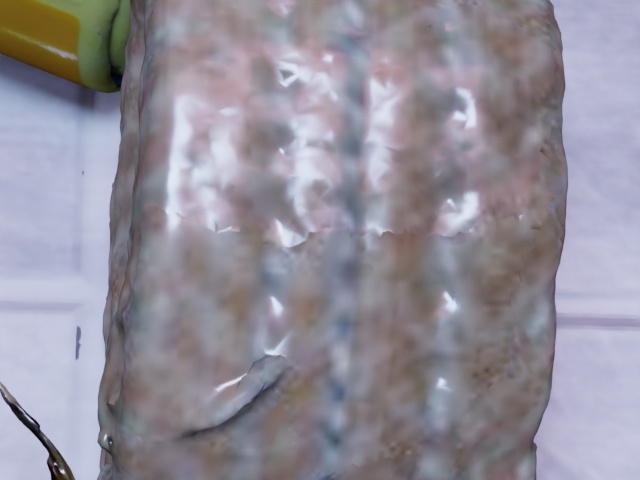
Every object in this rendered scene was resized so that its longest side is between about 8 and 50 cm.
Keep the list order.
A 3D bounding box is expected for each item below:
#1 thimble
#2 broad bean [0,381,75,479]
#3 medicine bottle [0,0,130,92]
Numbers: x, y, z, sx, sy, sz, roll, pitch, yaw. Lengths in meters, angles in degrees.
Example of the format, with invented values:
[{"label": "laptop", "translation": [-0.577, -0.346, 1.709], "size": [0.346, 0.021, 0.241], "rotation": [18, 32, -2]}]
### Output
[{"label": "thimble", "translation": [0.001, -0.007, 0.672], "size": [0.148, 0.196, 0.229], "rotation": [3, 52, -7]}, {"label": "broad bean", "translation": [-0.182, 0.175, 0.594], "size": [0.098, 0.056, 0.318], "rotation": [43, 58, 4]}, {"label": "medicine bottle", "translation": [-0.168, -0.151, 0.808], "size": [0.239, 0.124, 0.124], "rotation": [20, 53, 8]}]
